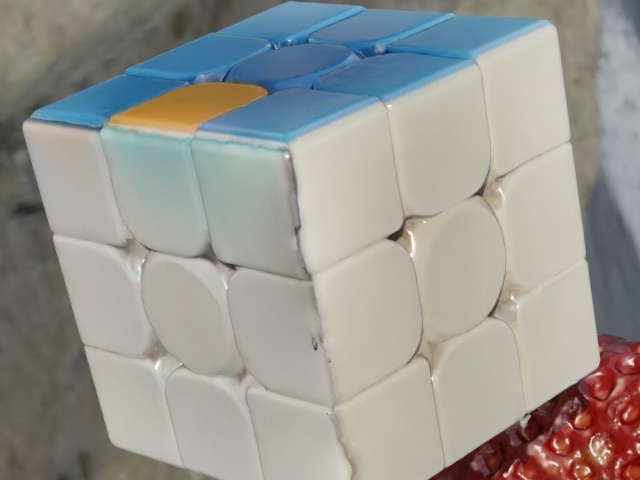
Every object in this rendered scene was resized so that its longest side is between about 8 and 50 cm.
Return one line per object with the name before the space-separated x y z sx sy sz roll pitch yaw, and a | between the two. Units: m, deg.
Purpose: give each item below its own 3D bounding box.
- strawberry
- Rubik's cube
strawberry | 0.263 0.230 1.829 0.295 0.345 0.317 -4 79 -40
Rubik's cube | 0.000 0.000 1.437 0.292 0.290 0.291 -29 118 -39
